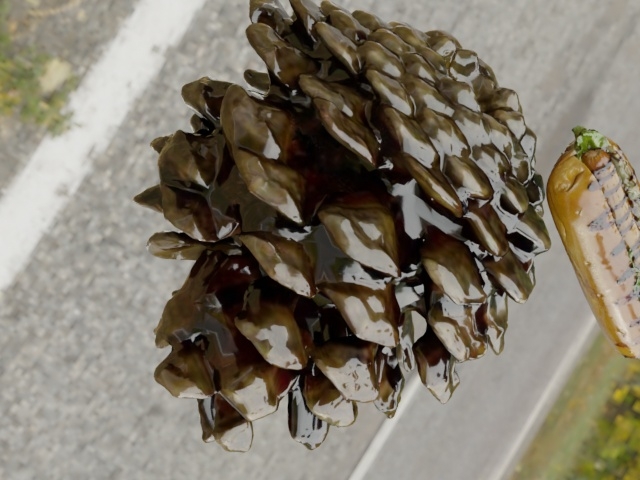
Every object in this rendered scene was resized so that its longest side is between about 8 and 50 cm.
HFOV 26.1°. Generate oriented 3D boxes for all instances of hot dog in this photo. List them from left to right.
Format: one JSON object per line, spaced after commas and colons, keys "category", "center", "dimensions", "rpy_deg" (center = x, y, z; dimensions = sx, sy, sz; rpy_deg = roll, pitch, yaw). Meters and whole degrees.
{"category": "hot dog", "center": [0.133, 0.005, 0.606], "dimensions": [0.049, 0.037, 0.122], "rpy_deg": [-51, 125, -32]}

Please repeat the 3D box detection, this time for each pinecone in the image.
{"category": "pinecone", "center": [0.001, -0.005, 0.635], "dimensions": [0.179, 0.184, 0.204], "rpy_deg": [29, 125, -31]}
